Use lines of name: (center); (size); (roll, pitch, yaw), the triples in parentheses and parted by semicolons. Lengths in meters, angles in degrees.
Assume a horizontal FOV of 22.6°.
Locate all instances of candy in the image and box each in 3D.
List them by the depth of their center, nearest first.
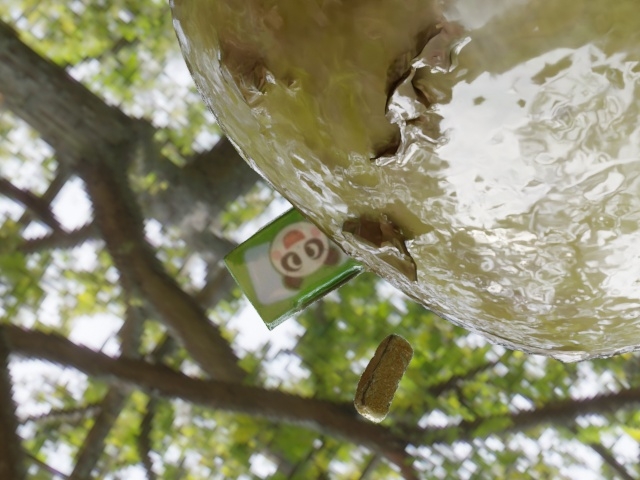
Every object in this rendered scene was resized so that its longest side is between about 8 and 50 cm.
candy: (0.000, 0.000, 1.098); (0.097, 0.062, 0.194); (-32, -178, 7)

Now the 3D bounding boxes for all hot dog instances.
hot dog: (0.052, 0.125, 1.422); (0.034, 0.030, 0.090); (-37, -159, 49)

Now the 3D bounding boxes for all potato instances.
potato: (0.124, -0.184, 0.746); (0.442, 0.319, 0.385); (-38, -116, 5)
